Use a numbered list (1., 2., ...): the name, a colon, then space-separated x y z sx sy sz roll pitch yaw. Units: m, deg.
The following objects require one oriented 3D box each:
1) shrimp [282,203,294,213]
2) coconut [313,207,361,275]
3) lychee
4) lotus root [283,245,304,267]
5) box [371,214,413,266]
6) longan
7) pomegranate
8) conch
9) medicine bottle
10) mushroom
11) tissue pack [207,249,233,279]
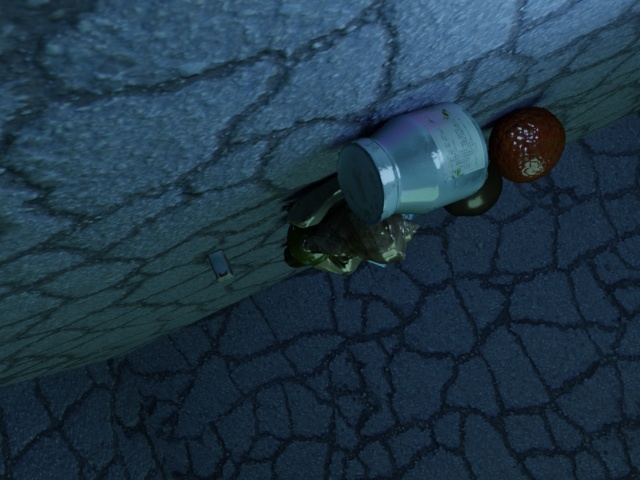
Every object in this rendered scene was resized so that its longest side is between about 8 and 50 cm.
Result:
1. shrimp: -0.091 -0.097 1.899 0.038 0.029 0.092 -18 170 20
2. coconut: 0.062 0.015 2.339 0.239 0.244 0.239 -25 173 -3
3. lychee: 0.681 -0.311 2.047 0.300 0.255 0.255 22 143 -34
4. lotus root: -0.047 0.036 2.601 0.241 0.124 0.123 -27 -177 22
5. box: 0.211 -0.037 2.191 0.142 0.232 0.083 21 -168 -27
6. longan: 0.579 -0.226 2.379 0.300 0.243 0.300 -61 175 -9
7. pomegranate: 0.000 0.000 2.068 0.202 0.247 0.202 -54 176 -5
8. conch: 0.121 -0.039 1.878 0.352 0.210 0.297 9 173 14
9. medicine bottle: 0.208 -0.173 1.460 0.289 0.245 0.245 -23 173 -24
10. mushroom: 0.021 -0.124 1.791 0.278 0.096 0.099 -36 -162 4
11. tissue pack: -0.340 0.086 2.109 0.058 0.095 0.074 -23 170 -5
